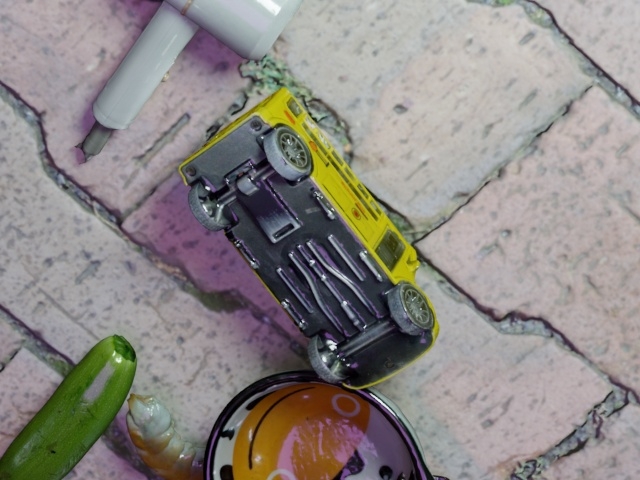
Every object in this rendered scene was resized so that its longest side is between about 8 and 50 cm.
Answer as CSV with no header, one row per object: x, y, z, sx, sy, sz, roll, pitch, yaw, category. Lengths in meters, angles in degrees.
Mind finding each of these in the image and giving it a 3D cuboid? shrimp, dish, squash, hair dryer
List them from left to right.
-0.316,0.231,2.136,0.082,0.082,0.292,38,116,-6,squash
-0.175,-0.200,1.920,0.173,0.107,0.357,38,125,-5,hair dryer
-0.149,0.234,2.111,0.166,0.049,0.161,-20,119,14,shrimp
0.011,0.276,2.047,0.303,0.120,0.303,3,102,16,dish

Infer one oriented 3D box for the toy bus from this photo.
0.000,0.000,1.926,0.144,0.152,0.330,-32,101,29,toy bus

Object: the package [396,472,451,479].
0.039,0.344,2.133,0.239,0.030,0.154,10,104,14,package
